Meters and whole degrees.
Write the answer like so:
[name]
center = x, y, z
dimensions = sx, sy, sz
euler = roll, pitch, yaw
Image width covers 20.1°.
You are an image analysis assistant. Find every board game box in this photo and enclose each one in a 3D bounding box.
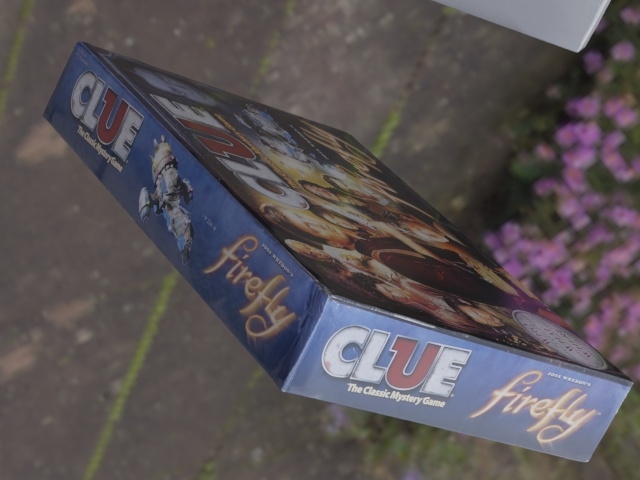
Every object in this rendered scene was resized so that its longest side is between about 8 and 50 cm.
[board game box]
center = 0.000, 0.000, 0.773
dimensions = 0.165, 0.243, 0.042
euler = 16, 108, -38

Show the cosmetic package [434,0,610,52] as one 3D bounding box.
[cosmetic package]
center = 0.074, -0.167, 0.518
dimensions = 0.238, 0.107, 0.127
euler = 113, -4, -68
